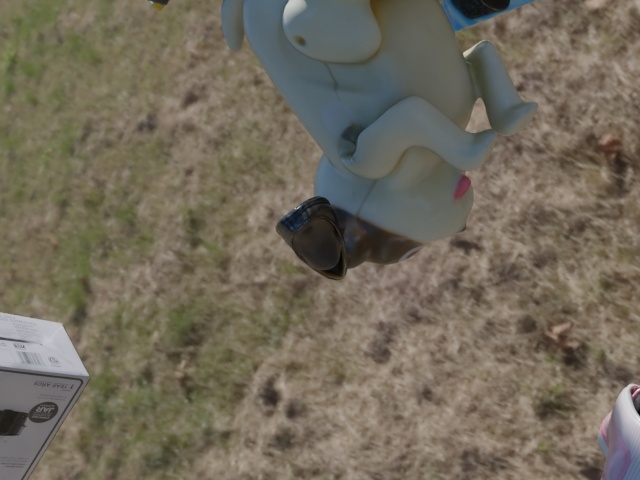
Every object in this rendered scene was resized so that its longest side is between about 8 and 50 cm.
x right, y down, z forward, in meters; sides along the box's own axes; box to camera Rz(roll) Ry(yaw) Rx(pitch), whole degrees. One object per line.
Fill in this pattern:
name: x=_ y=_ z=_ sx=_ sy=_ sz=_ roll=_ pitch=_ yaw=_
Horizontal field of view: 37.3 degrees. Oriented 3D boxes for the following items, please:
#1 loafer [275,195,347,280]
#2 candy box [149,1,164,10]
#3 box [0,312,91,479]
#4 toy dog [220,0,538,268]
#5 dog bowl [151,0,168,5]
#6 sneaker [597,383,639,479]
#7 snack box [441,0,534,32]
loafer: x=0.000 y=0.000 z=0.974 sx=0.062 sy=0.170 sz=0.061 roll=-35 pitch=75 yaw=5
candy box: x=-0.200 y=-0.448 z=1.413 sx=0.206 sy=0.027 sz=0.105 roll=-44 pitch=64 yaw=8
box: x=-0.371 y=0.204 z=0.914 sx=0.290 sy=0.169 sz=0.087 roll=-57 pitch=47 yaw=17
toy dog: x=0.060 y=-0.158 z=1.173 sx=0.395 sy=0.408 sz=0.284 roll=-3 pitch=27 yaw=24
dog bowl: x=-0.094 y=-0.425 z=1.216 sx=0.348 sy=0.348 sz=0.102 roll=-25 pitch=80 yaw=44
sneaker: x=0.214 y=0.122 z=0.621 sx=0.051 sy=0.134 sz=0.070 roll=18 pitch=106 yaw=16
snack box: x=0.223 y=-0.486 z=1.370 sx=0.187 sy=0.322 sz=0.060 roll=-16 pitch=13 yaw=32
